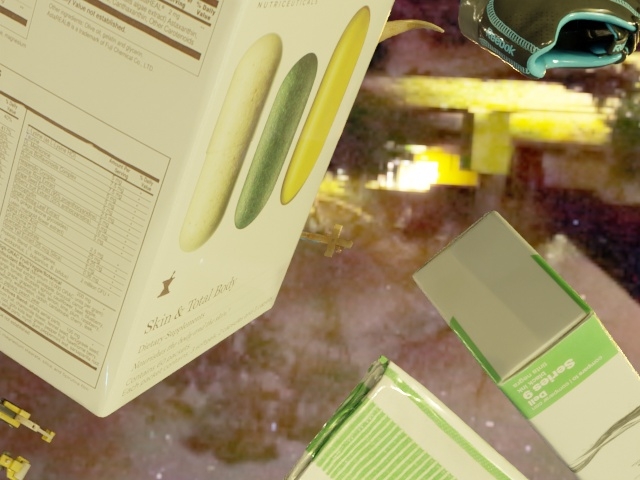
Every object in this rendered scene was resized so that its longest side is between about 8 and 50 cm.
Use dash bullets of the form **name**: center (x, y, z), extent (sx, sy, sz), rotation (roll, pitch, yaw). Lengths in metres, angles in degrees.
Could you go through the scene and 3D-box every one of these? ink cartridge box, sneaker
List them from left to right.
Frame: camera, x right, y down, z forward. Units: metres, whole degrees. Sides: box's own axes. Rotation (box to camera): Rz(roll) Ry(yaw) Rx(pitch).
- **ink cartridge box**: center (0.254, 0.137, 1.107), extent (0.289, 0.121, 0.211), rotation (48, -175, -35)
- **sneaker**: center (0.327, -0.248, 1.142), extent (0.340, 0.125, 0.140), rotation (-16, -133, -19)

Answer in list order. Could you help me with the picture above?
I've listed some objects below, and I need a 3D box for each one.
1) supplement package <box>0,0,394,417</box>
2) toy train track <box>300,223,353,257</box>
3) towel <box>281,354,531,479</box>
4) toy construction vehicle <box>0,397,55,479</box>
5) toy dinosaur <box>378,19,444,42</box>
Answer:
- **supplement package**: center (-0.108, -0.085, 0.588), extent (0.198, 0.263, 0.199), rotation (30, -155, 16)
- **toy train track**: center (0.000, 0.000, 1.265), extent (0.083, 0.048, 0.014), rotation (11, 150, 16)
- **towel**: center (0.045, 0.306, 0.953), extent (0.248, 0.325, 0.038), rotation (41, 173, -12)
- **toy construction vehicle**: center (-0.378, 0.238, 1.211), extent (0.098, 0.086, 0.035), rotation (40, 156, -20)
- **toy dinosaur**: center (0.017, -0.188, 0.955), extent (0.183, 0.093, 0.053), rotation (-28, -155, 18)
